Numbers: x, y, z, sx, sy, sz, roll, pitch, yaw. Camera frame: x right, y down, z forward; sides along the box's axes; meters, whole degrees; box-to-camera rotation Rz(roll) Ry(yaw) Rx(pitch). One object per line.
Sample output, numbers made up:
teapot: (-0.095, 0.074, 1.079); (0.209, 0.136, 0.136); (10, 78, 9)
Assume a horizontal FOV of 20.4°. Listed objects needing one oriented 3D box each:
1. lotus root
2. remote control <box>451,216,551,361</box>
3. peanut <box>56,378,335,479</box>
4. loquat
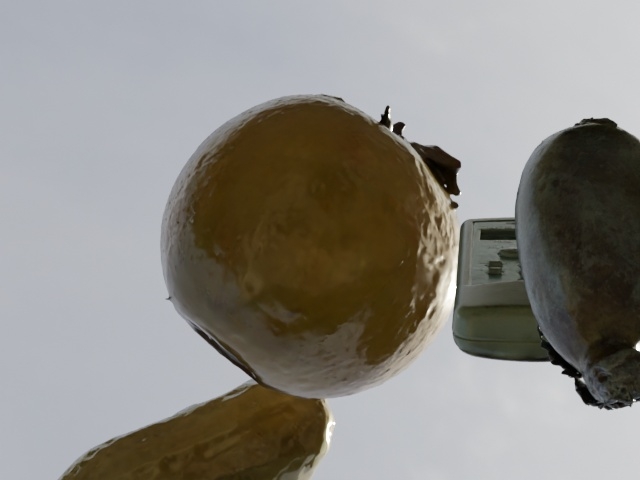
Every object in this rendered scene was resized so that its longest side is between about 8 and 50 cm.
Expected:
lotus root: (0.139, 0.012, 0.904); (0.088, 0.088, 0.165); (5, -113, -13)
remote control: (0.135, 0.026, 1.144); (0.098, 0.038, 0.233); (1, -166, 6)
peanut: (-0.131, 0.240, 1.790); (0.319, 0.147, 0.147); (-26, -135, -10)
loquat: (0.000, 0.000, 1.525); (0.275, 0.275, 0.275); (10, -146, -6)
